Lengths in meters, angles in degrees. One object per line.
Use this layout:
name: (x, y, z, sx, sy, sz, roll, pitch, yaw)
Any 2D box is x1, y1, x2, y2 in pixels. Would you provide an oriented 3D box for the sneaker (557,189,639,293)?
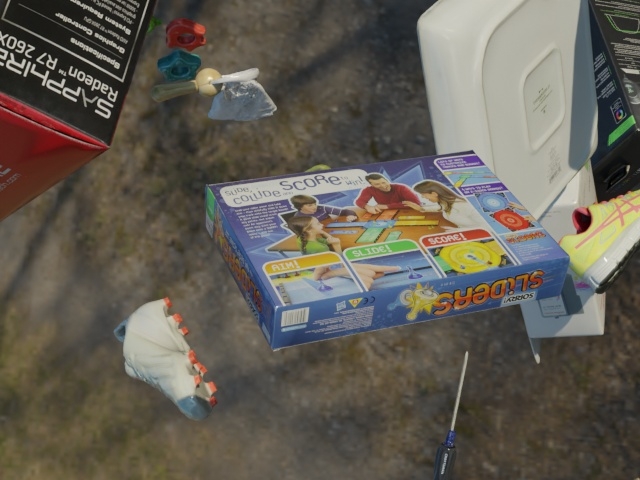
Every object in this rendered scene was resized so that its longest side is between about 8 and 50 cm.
sneaker: (0.373, -0.025, 1.515, 0.094, 0.208, 0.081, 34, 140, 19)

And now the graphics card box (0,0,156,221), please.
graphics card box: (-0.174, -0.198, 0.775, 0.232, 0.094, 0.371, -23, 49, 52)

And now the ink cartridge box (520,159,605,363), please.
ink cartridge box: (0.358, 0.004, 1.784, 0.119, 0.353, 0.207, -4, 45, 19)

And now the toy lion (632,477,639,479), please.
toy lion: (0.241, 0.233, 0.948, 0.096, 0.034, 0.100, -42, -8, -7)

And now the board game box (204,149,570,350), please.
board game box: (0.040, -0.001, 0.772, 0.136, 0.201, 0.035, -122, 31, -48)

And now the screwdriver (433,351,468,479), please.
screwdriver: (0.160, 0.212, 1.399, 0.025, 0.024, 0.170, 26, 111, 37)

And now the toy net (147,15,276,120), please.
toy net: (-0.126, -0.178, 1.160, 0.122, 0.232, 0.045, -32, 57, 37)

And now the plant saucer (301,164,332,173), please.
plant saucer: (0.000, 0.000, 1.372, 0.188, 0.188, 0.045, -26, 27, 38)

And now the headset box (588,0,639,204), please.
headset box: (0.454, -0.212, 1.950, 0.246, 0.131, 0.283, -47, 49, 51)

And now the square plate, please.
square plate: (0.236, -0.164, 1.352, 0.049, 0.347, 0.344, 11, 129, 35)

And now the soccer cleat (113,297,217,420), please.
soccer cleat: (-0.164, 0.134, 1.247, 0.076, 0.068, 0.196, -31, 36, -3)
